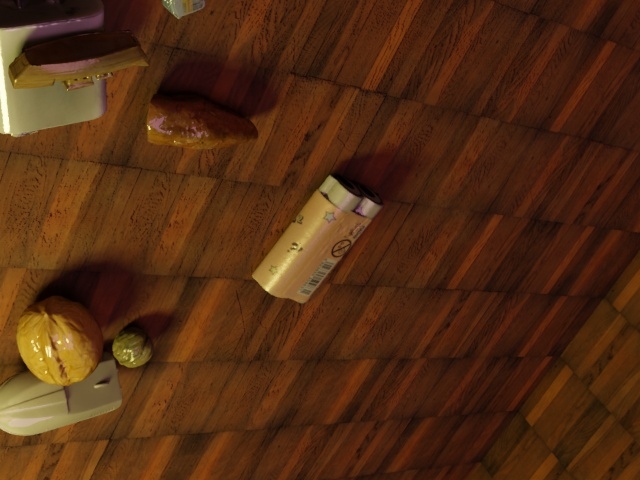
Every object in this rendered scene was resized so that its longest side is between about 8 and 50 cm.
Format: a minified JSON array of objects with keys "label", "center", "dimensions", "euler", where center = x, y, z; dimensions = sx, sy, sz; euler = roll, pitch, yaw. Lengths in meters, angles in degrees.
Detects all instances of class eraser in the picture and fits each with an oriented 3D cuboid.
[{"label":"eraser","center":[0.000,0.000,2.107],"dimensions":[0.171,0.087,0.290],"euler":[16,118,-48]}]

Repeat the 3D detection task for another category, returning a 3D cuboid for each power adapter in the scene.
[{"label":"power adapter","center":[-0.425,-0.305,1.462],"dimensions":[0.187,0.124,0.255],"euler":[-16,136,-26]}]

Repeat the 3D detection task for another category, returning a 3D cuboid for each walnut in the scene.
[{"label":"walnut","center":[-0.395,0.226,2.040],"dimensions":[0.092,0.092,0.092],"euler":[-20,138,-19]},{"label":"walnut","center":[-0.504,0.194,1.872],"dimensions":[0.159,0.159,0.206],"euler":[-24,144,-16]}]

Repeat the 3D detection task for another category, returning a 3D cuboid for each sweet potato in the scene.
[{"label":"sweet potato","center":[-0.216,-0.211,1.742],"dimensions":[0.252,0.097,0.097],"euler":[1,128,-43]}]

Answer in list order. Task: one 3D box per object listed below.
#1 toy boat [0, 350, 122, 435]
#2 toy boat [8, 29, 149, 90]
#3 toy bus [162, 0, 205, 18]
[{"label":"toy boat","center":[-0.547,0.315,1.987],"dimensions":[0.269,0.141,0.141],"euler":[-12,135,-29]},{"label":"toy boat","center":[-0.351,-0.257,1.419],"dimensions":[0.206,0.064,0.072],"euler":[-15,150,-26]},{"label":"toy bus","center":[-0.224,-0.446,1.517],"dimensions":[0.075,0.064,0.190],"euler":[-23,139,-25]}]
